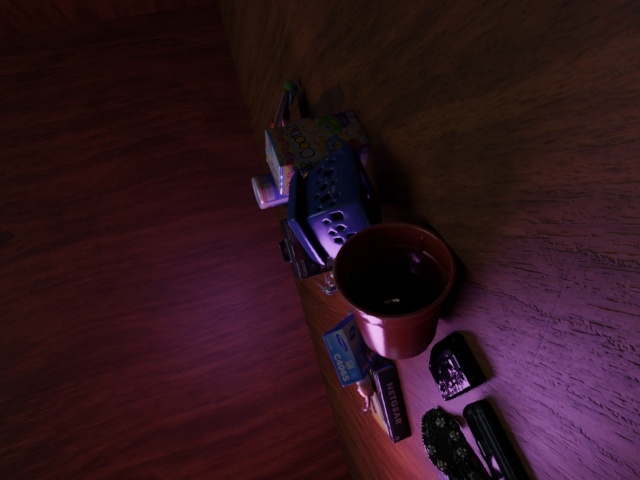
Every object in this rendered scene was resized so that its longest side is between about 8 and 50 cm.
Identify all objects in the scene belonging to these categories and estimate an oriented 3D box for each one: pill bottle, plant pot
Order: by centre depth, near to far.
[{"bbox_3d":[0.183,0.142,1.043,0.265,0.272,0.272,76,170,-47],"label":"plant pot"},{"bbox_3d":[0.039,-0.080,1.163,0.236,0.212,0.236,59,-158,-43],"label":"plant pot"},{"bbox_3d":[-0.164,-0.250,1.940,0.152,0.272,0.152,163,90,-77],"label":"pill bottle"}]

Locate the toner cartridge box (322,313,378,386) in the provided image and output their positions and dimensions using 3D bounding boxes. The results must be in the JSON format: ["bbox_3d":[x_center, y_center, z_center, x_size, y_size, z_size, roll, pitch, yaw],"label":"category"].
[{"bbox_3d":[0.117,0.344,1.420,0.165,0.075,0.348,66,-164,6],"label":"toner cartridge box"}]

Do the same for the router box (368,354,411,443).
[{"bbox_3d":[0.247,0.606,1.711,0.243,0.081,0.309,-156,50,-73],"label":"router box"}]

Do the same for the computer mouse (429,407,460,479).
[{"bbox_3d":[0.384,0.625,1.215,0.184,0.060,0.262,113,150,-77],"label":"computer mouse"}]

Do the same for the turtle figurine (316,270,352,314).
[{"bbox_3d":[0.081,0.206,1.823,0.234,0.118,0.175,56,-167,12],"label":"turtle figurine"}]

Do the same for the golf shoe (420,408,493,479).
[{"bbox_3d":[0.347,0.553,1.080,0.273,0.105,0.120,58,-171,12],"label":"golf shoe"}]

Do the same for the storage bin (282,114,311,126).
[{"bbox_3d":[-0.064,-0.328,1.760,0.260,0.123,0.262,106,145,-67],"label":"storage bin"}]

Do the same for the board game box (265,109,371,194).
[{"bbox_3d":[-0.012,-0.263,1.268,0.142,0.275,0.144,98,152,-62],"label":"board game box"}]

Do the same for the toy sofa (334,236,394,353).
[{"bbox_3d":[0.180,0.160,1.354,0.150,0.177,0.363,-38,67,50],"label":"toy sofa"}]

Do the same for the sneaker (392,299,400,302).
[{"bbox_3d":[0.225,0.104,1.258,0.075,0.057,0.161,-38,67,59],"label":"sneaker"}]

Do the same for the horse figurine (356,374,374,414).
[{"bbox_3d":[0.159,0.547,1.680,0.174,0.066,0.263,92,161,-70],"label":"horse figurine"}]

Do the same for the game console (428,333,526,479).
[{"bbox_3d":[0.371,0.417,1.035,0.213,0.044,0.361,94,156,-62],"label":"game console"}]

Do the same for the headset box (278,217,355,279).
[{"bbox_3d":[0.000,0.000,1.514,0.110,0.293,0.218,-168,62,-75],"label":"headset box"}]

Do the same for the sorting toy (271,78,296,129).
[{"bbox_3d":[-0.170,-0.495,1.745,0.196,0.047,0.348,103,-178,-82],"label":"sorting toy"}]
